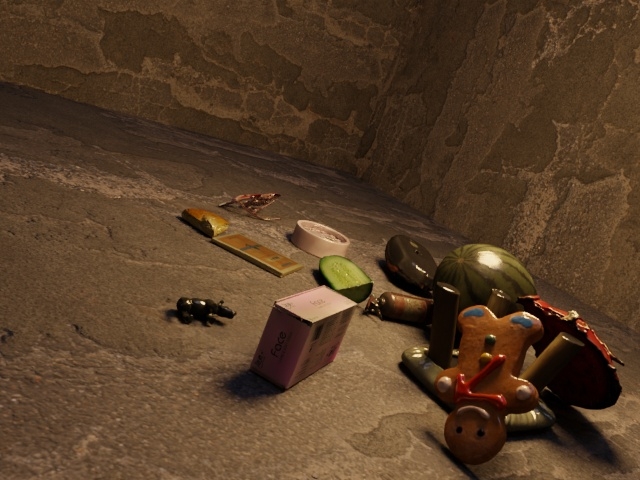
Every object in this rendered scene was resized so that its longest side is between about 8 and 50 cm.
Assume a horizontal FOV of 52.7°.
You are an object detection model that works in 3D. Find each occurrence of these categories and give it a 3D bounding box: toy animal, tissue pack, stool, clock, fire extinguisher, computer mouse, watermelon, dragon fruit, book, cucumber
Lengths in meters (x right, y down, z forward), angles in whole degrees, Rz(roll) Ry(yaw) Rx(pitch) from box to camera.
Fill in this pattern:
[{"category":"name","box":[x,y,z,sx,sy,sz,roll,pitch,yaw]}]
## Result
[{"category":"toy animal","box":[-0.236,0.145,1.357,0.135,0.047,0.065,6,12,-31]},{"category":"tissue pack","box":[-0.029,0.189,1.301,0.092,0.149,0.246,26,12,19]},{"category":"stool","box":[0.397,0.266,1.490,0.310,0.226,0.310,8,21,-39]},{"category":"clock","box":[0.000,0.000,2.222,0.196,0.068,0.197,21,14,-5]},{"category":"fire extinguisher","box":[0.221,0.188,1.812,0.251,0.075,0.106,15,6,-30]},{"category":"computer mouse","box":[0.319,0.090,2.266,0.182,0.116,0.323,21,21,-14]},{"category":"watermelon","box":[0.465,0.170,1.812,0.279,0.279,0.359,38,-11,50]},{"category":"dragon fruit","box":[0.643,0.290,1.593,0.100,0.344,0.282,-32,31,-14]},{"category":"book","box":[-0.183,0.038,1.904,0.241,0.018,0.170,25,14,15]},{"category":"cucumber","box":[0.064,0.109,1.895,0.115,0.063,0.244,-15,26,-11]}]

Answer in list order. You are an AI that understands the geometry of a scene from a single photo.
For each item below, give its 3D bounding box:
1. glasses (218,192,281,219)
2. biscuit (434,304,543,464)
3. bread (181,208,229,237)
[{"category":"glasses","box":[-0.245,-0.119,2.330,0.162,0.096,0.255,-3,-1,36]},{"category":"biscuit","box":[0.320,0.271,1.252,0.205,0.324,0.049,4,-31,38]},{"category":"bread","box":[-0.327,-0.055,1.972,0.154,0.054,0.136,35,16,34]}]
